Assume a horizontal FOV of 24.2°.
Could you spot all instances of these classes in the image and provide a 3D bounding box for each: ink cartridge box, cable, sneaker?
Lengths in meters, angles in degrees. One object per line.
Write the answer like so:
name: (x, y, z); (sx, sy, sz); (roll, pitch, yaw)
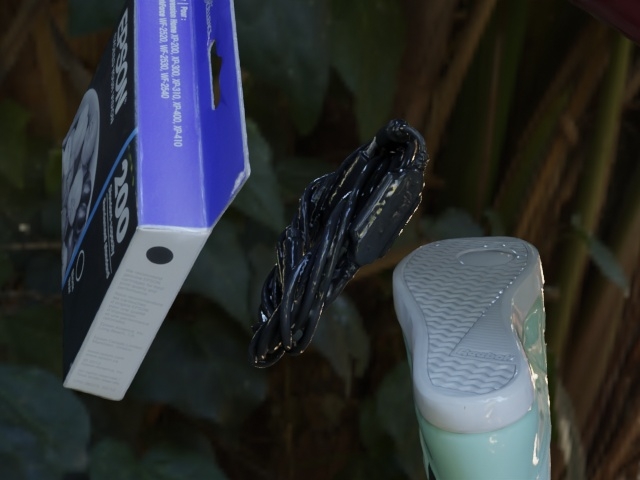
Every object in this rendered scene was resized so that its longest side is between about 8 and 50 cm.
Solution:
ink cartridge box: (-0.104, -0.049, 0.871); (0.045, 0.208, 0.206); (13, 45, -22)
cable: (0.000, 0.000, 0.975); (0.047, 0.184, 0.150); (34, -5, -17)
sneaker: (0.095, 0.099, 0.925); (0.094, 0.151, 0.256); (-3, 24, 9)

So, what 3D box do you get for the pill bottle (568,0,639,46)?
pill bottle: (0.233, -0.173, 0.710); (0.392, 0.224, 0.224); (39, 37, 23)
